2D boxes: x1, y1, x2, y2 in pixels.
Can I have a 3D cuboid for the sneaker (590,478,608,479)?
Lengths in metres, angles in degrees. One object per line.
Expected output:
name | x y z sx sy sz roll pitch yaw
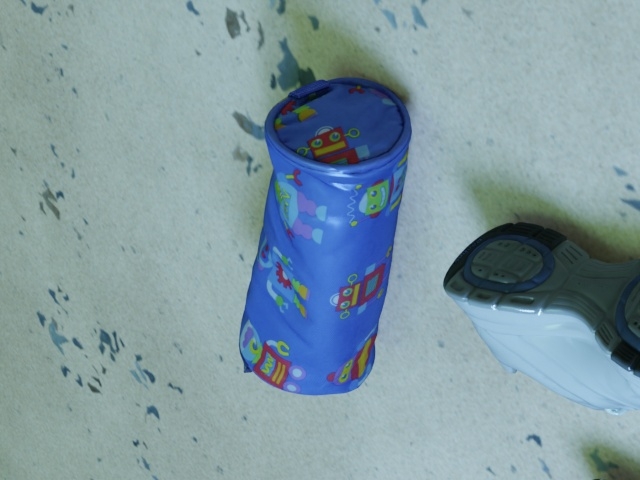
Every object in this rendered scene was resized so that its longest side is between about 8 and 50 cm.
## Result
sneaker | 0.318 0.286 1.513 0.343 0.134 0.146 41 114 41

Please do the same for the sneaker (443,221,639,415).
sneaker | 0.230 0.077 1.483 0.297 0.111 0.129 23 149 46

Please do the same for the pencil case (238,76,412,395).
pencil case | 0.000 0.000 1.673 0.133 0.119 0.306 46 146 31
